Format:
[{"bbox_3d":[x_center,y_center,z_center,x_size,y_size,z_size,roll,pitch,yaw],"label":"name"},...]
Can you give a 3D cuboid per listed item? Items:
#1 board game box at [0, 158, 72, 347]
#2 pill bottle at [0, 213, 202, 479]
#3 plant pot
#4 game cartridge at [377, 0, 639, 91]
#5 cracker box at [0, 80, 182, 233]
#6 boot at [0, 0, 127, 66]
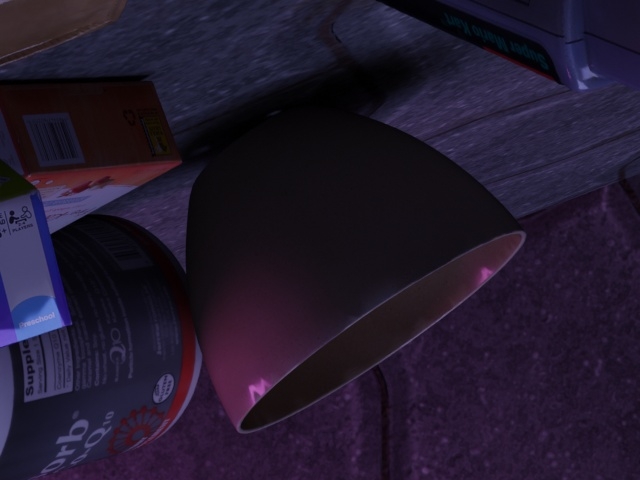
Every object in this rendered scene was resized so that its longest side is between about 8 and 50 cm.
[{"bbox_3d":[-0.334,0.031,0.999,0.347,0.078,0.233,-18,-159,-20],"label":"board game box"},{"bbox_3d":[-0.277,0.096,1.500,0.210,0.210,0.363,-26,171,34],"label":"pill bottle"},{"bbox_3d":[0.000,0.000,1.554,0.284,0.191,0.284,-32,169,-7],"label":"plant pot"},{"bbox_3d":[0.141,-0.146,0.829,0.230,0.068,0.355,-22,-154,-17],"label":"game cartridge"},{"bbox_3d":[-0.230,-0.031,1.267,0.232,0.067,0.156,-25,172,33],"label":"cracker box"},{"bbox_3d":[-0.231,-0.075,0.884,0.269,0.089,0.236,-23,180,-17],"label":"boot"}]
